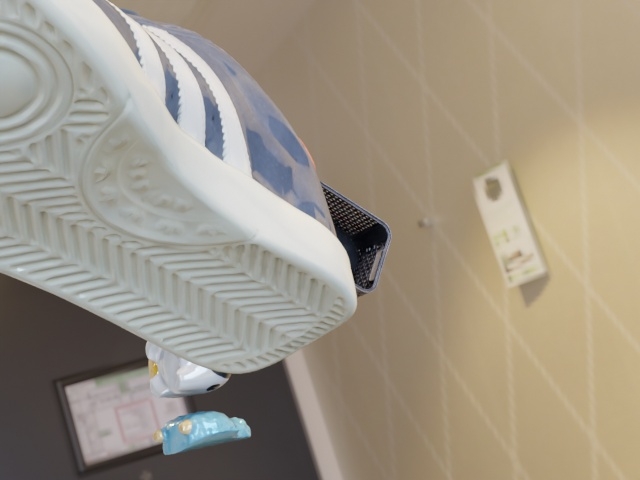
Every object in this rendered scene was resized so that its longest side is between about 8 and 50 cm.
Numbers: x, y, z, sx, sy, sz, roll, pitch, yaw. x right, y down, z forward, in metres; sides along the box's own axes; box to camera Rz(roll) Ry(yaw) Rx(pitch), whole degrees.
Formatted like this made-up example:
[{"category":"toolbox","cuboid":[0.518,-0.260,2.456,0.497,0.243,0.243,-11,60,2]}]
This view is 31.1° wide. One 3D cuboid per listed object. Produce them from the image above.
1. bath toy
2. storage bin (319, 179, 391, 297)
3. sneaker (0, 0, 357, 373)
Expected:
[{"category":"bath toy","cuboid":[-0.156,0.071,1.364,0.129,0.348,0.151,-4,-6,-37]},{"category":"storage bin","cuboid":[0.000,0.000,1.664,0.180,0.122,0.084,31,-31,-21]},{"category":"sneaker","cuboid":[-0.112,-0.065,0.518,0.131,0.148,0.350,-28,-38,15]}]
